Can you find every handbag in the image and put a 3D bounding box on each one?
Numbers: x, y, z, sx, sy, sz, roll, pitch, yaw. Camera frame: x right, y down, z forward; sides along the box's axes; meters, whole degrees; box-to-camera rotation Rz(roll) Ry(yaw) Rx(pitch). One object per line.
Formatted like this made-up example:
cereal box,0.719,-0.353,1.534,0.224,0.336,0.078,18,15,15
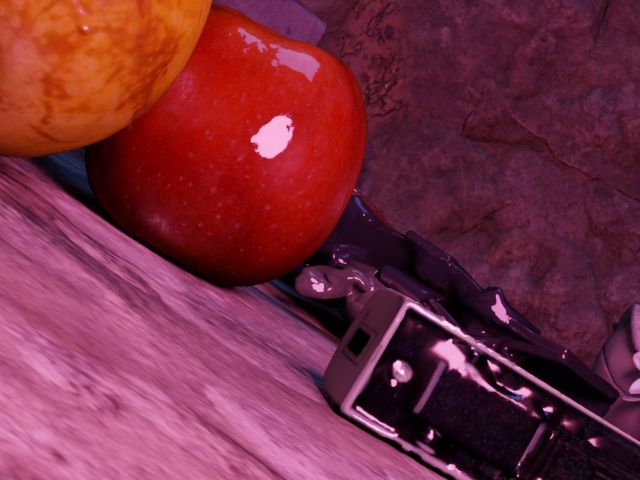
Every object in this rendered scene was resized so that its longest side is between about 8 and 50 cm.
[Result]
handbag,0.102,0.074,1.528,0.325,0.118,0.269,33,-5,30

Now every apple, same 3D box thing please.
apple,-0.074,-0.075,1.313,0.218,0.201,0.218,25,6,-3

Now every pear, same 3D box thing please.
pear,-0.200,-0.191,1.132,0.280,0.281,0.281,32,2,-2

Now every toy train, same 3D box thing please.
toy train,0.190,0.171,1.114,0.407,0.086,0.088,32,-3,-14

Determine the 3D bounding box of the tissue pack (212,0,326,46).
tissue pack,-0.181,-0.237,2.066,0.124,0.288,0.394,35,3,29

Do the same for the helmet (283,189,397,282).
helmet,0.000,0.000,1.755,0.175,0.106,0.155,33,-10,-27

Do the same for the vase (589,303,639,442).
vase,0.386,0.188,1.652,0.250,0.250,0.445,33,7,2
